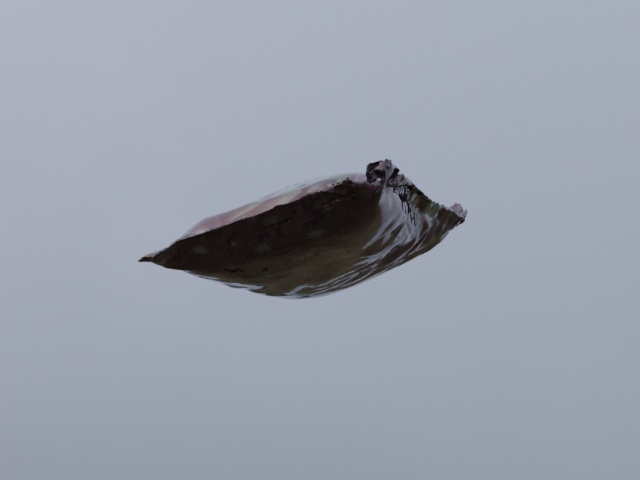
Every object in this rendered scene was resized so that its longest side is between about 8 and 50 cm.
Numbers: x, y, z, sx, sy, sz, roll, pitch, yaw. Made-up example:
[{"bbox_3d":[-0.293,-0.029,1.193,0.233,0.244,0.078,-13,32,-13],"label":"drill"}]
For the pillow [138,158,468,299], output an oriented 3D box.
[{"bbox_3d":[0.000,0.000,0.714,0.118,0.043,0.185,-18,-6,15],"label":"pillow"}]
